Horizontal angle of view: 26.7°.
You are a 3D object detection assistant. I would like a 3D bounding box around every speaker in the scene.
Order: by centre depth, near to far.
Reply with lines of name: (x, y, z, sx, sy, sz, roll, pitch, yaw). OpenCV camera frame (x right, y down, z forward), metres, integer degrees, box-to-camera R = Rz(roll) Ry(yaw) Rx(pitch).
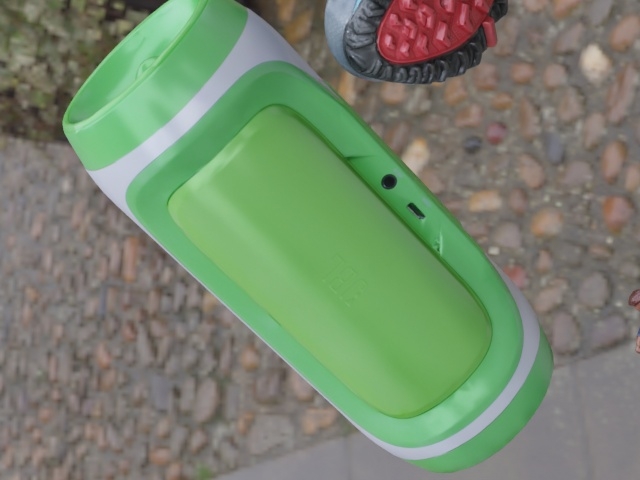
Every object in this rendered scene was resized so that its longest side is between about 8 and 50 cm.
speaker: (0.000, 0.000, 0.755, 0.131, 0.296, 0.131, -37, 24, 19)

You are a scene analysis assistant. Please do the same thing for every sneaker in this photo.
sneaker: (0.049, -0.178, 0.774, 0.125, 0.104, 0.261, 2, 45, 31)

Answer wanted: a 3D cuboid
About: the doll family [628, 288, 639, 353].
doll family: (0.389, 0.076, 1.368, 0.076, 0.193, 0.111, -29, 86, 44)
